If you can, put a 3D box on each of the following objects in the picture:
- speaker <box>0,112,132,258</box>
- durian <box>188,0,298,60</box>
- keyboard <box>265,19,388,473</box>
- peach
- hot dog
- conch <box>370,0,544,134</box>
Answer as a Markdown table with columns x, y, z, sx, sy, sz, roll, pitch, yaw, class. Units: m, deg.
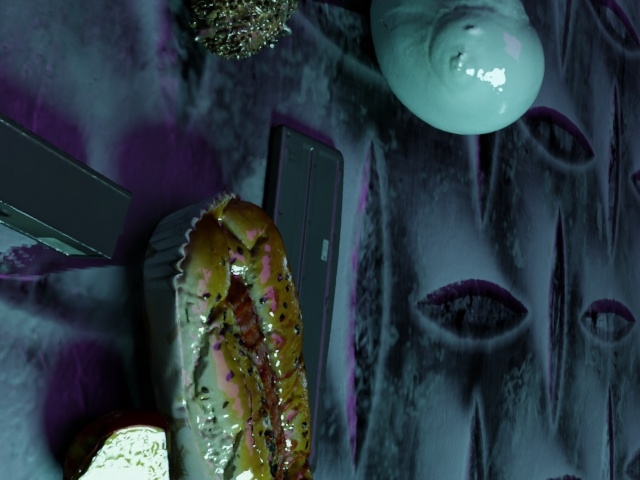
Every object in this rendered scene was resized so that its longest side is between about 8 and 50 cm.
| x | y | z | sx | sy | sz | roll | pitch | yaw | class |
| --- | --- | --- | --- | --- | --- | --- | --- | --- | --- |
| -0.181 | -0.044 | 0.439 | 0.191 | 0.040 | 0.046 | 36 | 63 | -49 | speaker |
| -0.056 | -0.163 | 0.589 | 0.091 | 0.080 | 0.080 | -46 | 126 | -32 | durian |
| -0.011 | -0.002 | 0.692 | 0.103 | 0.041 | 0.381 | 18 | 81 | -54 | keyboard |
| -0.116 | 0.140 | 0.519 | 0.077 | 0.050 | 0.083 | -52 | 124 | -12 | peach |
| -0.054 | 0.101 | 0.573 | 0.144 | 0.075 | 0.268 | -25 | 107 | -64 | hot dog |
| 0.110 | -0.196 | 0.748 | 0.121 | 0.185 | 0.221 | -7 | 54 | -28 | conch |
